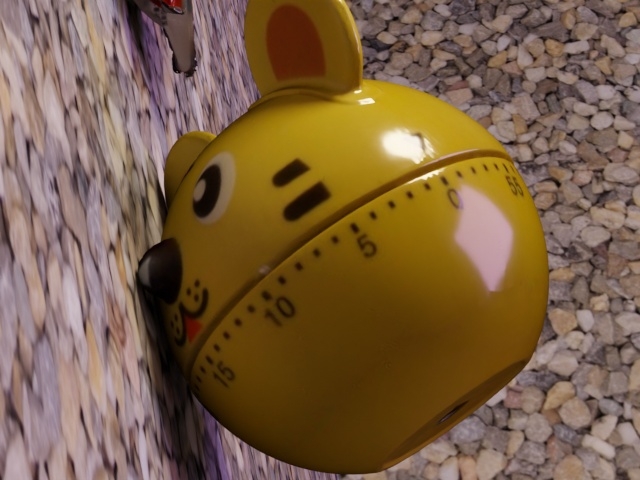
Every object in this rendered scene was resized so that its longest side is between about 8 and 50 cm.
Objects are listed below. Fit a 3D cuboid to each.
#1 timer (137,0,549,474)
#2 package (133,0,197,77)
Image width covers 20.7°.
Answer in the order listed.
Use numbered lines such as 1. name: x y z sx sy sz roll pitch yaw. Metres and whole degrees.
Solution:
1. timer: 0.000 0.000 1.512 0.387 0.376 0.376 54 -3 16
2. package: -0.173 -0.303 1.771 0.194 0.071 0.269 97 -19 -60
